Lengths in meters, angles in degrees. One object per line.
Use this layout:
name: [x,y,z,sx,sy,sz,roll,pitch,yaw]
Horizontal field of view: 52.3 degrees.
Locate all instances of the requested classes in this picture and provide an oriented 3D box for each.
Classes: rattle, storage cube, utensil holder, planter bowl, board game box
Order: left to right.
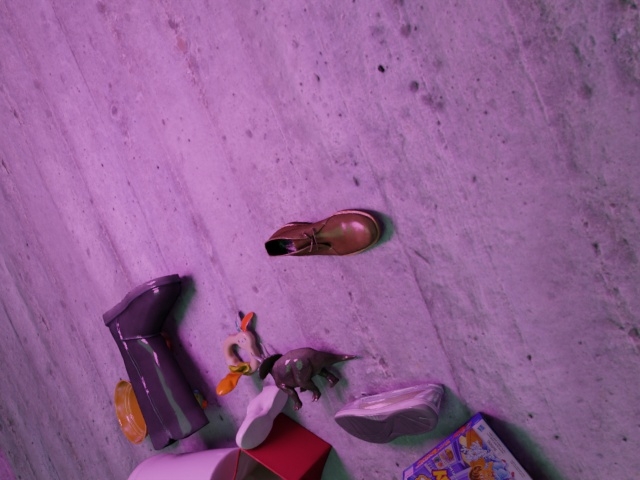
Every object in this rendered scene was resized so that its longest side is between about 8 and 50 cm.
planter bowl: [-0.597,0.559,2.173,0.217,0.090,0.217,11,105,46]
utensil holder: [-0.359,0.799,1.980,0.385,0.327,0.328,-21,96,35]
rattle: [-0.247,0.309,1.823,0.130,0.142,0.200,38,132,34]
storage cube: [-0.108,0.640,1.821,0.215,0.193,0.184,26,121,22]
board game box: [0.386,0.603,1.474,0.233,0.078,0.347,-40,83,5]

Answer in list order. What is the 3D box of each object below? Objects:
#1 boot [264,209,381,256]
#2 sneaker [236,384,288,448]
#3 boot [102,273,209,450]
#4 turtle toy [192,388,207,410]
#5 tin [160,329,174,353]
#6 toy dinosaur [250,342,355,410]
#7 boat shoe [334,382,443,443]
boot: [0.000,0.000,1.547,0.305,0.115,0.112,-9,101,35]
sneaker: [-0.179,0.486,1.803,0.094,0.212,0.080,0,124,36]
boot: [-0.452,0.360,1.922,0.367,0.146,0.445,-34,75,42]
turtle toy: [-0.402,0.521,2.053,0.095,0.066,0.130,48,129,19]
tin: [-0.552,0.339,2.105,0.189,0.040,0.106,-6,109,36]
toy dinosaur: [-0.055,0.343,1.712,0.313,0.121,0.160,-22,112,41]
boat shoe: [0.167,0.424,1.620,0.118,0.103,0.320,48,136,-15]
